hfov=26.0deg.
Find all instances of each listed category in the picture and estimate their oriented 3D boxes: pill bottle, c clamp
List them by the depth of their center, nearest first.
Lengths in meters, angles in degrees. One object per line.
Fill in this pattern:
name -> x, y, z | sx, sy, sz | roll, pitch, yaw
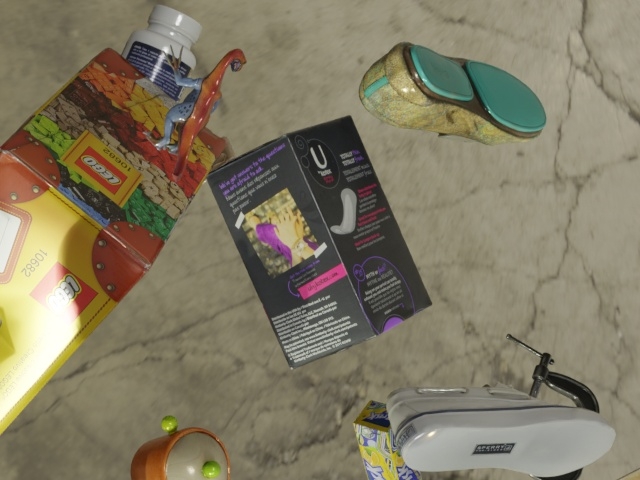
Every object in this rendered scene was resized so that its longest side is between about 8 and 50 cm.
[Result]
c clamp -> 0.260, 0.206, 1.629 | 0.137, 0.022, 0.160 | 23, 62, -10
pill bottle -> -0.219, -0.215, 1.804 | 0.094, 0.094, 0.169 | 24, 85, 3

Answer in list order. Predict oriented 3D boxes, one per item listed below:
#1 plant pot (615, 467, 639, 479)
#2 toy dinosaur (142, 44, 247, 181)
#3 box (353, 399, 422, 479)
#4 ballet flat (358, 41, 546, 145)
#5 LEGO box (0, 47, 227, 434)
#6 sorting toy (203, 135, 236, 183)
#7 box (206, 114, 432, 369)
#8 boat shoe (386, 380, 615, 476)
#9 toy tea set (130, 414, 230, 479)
plant pot -> 0.138, 0.118, 0.583 | 0.236, 0.236, 0.032 | -31, 71, 15
toy dinosaur -> -0.076, -0.090, 0.930 | 0.082, 0.047, 0.090 | -42, 55, 13
box -> 0.098, 0.308, 1.955 | 0.059, 0.054, 0.169 | 11, 132, 34
ballet flat -> 0.171, -0.182, 1.834 | 0.123, 0.348, 0.123 | -4, 83, 36
LEGO box -> -0.366, 0.057, 1.616 | 0.193, 0.372, 0.500 | 40, 115, -9
sorting toy -> -0.133, -0.093, 1.760 | 0.062, 0.083, 0.012 | -36, 126, 9
box -> 0.000, 0.000, 1.752 | 0.143, 0.165, 0.270 | -23, 90, 33
boat shoe -> 0.193, 0.197, 1.499 | 0.268, 0.088, 0.096 | 1, 131, -22
toy tea set -> -0.106, 0.354, 1.600 | 0.336, 0.200, 0.124 | 37, 150, -29
